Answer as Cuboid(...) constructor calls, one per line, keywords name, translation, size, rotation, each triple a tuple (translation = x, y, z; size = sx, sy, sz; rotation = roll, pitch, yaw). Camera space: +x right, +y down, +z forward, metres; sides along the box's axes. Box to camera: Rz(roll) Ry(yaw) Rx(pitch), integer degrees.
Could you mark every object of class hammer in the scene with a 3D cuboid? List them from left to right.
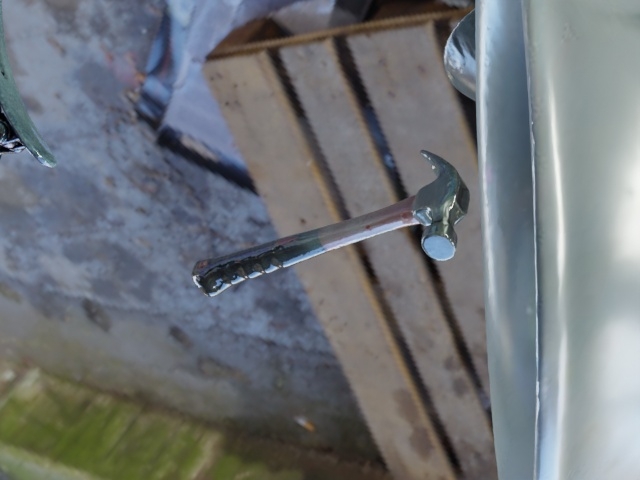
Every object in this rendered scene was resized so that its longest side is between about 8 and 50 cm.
Cuboid(name="hammer", translation=(0.000, 0.000, 1.023), size=(0.288, 0.111, 0.033), rotation=(-18, 127, 35))

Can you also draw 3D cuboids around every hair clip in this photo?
Cuboid(name="hair clip", translation=(-0.284, -0.190, 1.065), size=(0.083, 0.048, 0.275), rotation=(-11, 80, 17))

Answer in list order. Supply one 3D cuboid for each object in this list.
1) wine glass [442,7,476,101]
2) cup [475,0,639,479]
Cuboid(name="wine glass", translation=(0.311, -0.090, 1.418), size=(0.267, 0.406, 0.267), rotation=(-7, 147, -5))
Cuboid(name="cup", translation=(0.163, -0.024, 0.582), size=(0.163, 0.347, 0.347), rotation=(-3, 130, 5))
